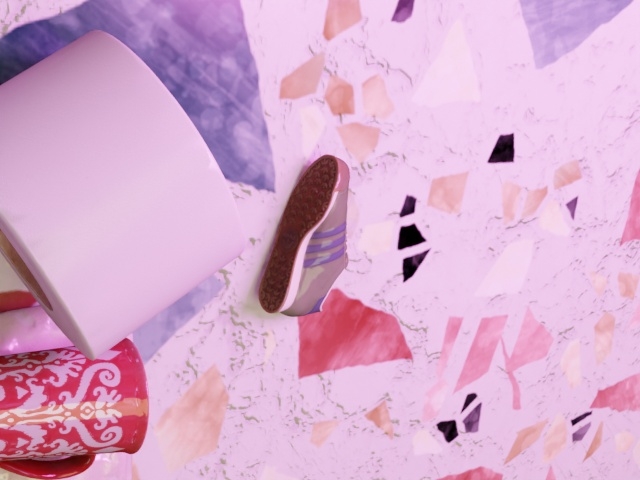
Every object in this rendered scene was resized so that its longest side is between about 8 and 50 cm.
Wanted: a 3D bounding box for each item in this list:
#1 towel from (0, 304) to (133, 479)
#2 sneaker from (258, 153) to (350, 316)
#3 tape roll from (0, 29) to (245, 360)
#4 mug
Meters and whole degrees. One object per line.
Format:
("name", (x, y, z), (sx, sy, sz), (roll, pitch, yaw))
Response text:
("towel", (-0.342, 0.228, 1.024), (0.331, 0.053, 0.317), (-9, 106, -33))
("sneaker", (0.000, 0.000, 1.188), (0.086, 0.064, 0.192), (18, 97, -45))
("tape roll", (-0.205, -0.039, 0.915), (0.169, 0.246, 0.246), (-37, 124, -18))
("mug", (-0.261, 0.171, 0.968), (0.169, 0.113, 0.150), (-1, 100, -32))
